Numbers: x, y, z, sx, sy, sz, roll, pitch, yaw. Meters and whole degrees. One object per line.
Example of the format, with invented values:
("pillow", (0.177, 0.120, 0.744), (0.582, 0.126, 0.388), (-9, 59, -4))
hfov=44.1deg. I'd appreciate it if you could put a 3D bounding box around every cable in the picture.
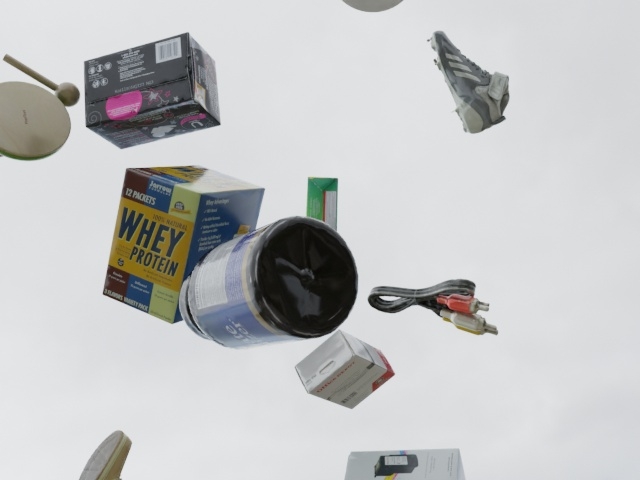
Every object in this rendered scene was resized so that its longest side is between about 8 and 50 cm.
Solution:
("cable", (0.212, 0.128, 1.582), (0.287, 0.072, 0.139), (4, -36, 27))

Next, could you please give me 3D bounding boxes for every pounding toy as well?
("pounding toy", (-0.602, -0.237, 1.604), (0.183, 0.237, 0.110), (21, -38, -18))

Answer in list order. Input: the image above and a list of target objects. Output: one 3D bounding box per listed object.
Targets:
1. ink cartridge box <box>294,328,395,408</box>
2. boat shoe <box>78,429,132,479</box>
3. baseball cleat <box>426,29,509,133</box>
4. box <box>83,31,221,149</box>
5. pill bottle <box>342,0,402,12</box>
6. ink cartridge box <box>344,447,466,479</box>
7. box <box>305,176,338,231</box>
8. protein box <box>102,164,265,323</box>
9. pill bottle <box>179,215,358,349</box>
("ink cartridge box", (0.039, 0.203, 1.238), (0.099, 0.056, 0.135), (-40, -37, 12))
("boat shoe", (-0.239, 0.274, 0.858), (0.045, 0.135, 0.050), (36, -17, -29))
("baseball cleat", (0.261, -0.282, 1.355), (0.109, 0.206, 0.072), (-22, -16, 16))
("box", (-0.351, -0.309, 1.657), (0.247, 0.163, 0.142), (-11, -18, 14))
("pill bottle", (0.093, -0.490, 1.266), (0.161, 0.283, 0.161), (4, -49, 5))
("ink cartridge box", (0.134, 0.391, 1.212), (0.175, 0.072, 0.127), (-7, -62, 17))
("box", (0.000, 0.000, 1.025), (0.043, 0.105, 0.179), (3, -18, -2))
("protein box", (-0.209, -0.002, 1.235), (0.136, 0.201, 0.200), (19, 13, 21))
("pill bottle", (-0.067, 0.053, 0.845), (0.123, 0.123, 0.219), (11, -16, -30))
